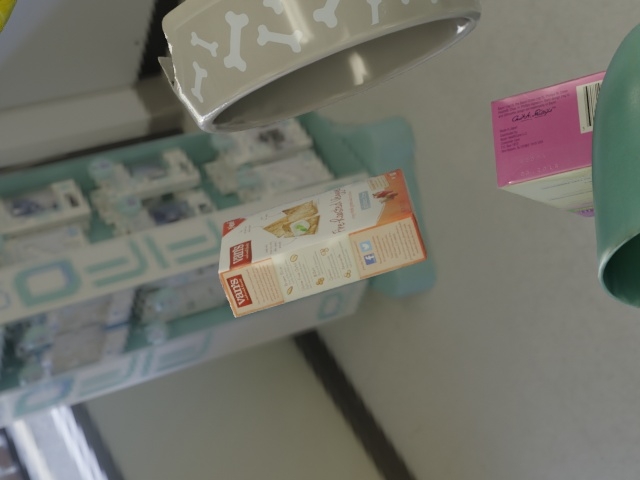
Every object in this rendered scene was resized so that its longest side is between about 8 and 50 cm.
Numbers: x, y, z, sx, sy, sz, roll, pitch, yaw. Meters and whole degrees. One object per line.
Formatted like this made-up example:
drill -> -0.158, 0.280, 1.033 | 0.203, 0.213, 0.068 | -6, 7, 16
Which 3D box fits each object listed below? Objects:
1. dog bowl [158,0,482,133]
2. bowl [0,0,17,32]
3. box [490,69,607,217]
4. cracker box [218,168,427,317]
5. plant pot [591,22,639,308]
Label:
dog bowl -> 0.004, -0.210, 1.371 | 0.349, 0.349, 0.102 | -27, 84, 59
bowl -> -0.447, -0.316, 1.401 | 0.289, 0.156, 0.289 | -3, 84, 38
box -> 0.370, -0.121, 1.717 | 0.213, 0.243, 0.117 | -13, 74, 36
cracker box -> 0.000, 0.000, 1.597 | 0.156, 0.232, 0.067 | -96, -13, -68
plant pot -> 0.391, -0.093, 1.292 | 0.293, 0.293, 0.235 | 134, 136, -56
